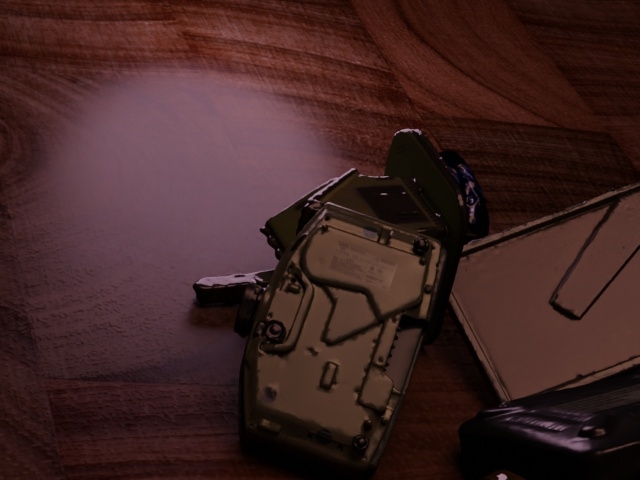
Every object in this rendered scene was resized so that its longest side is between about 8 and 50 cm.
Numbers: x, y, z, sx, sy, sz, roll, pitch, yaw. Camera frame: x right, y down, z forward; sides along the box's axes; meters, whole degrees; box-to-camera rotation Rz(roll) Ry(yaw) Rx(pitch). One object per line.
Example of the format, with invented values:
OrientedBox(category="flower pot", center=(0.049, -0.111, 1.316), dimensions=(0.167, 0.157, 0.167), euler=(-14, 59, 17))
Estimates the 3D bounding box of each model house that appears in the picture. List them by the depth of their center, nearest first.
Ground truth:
OrientedBox(category="model house", center=(0.000, 0.000, 1.880), dimensions=(0.278, 0.218, 0.205), euler=(-3, 35, -23))

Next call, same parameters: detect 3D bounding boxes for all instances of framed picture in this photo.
OrientedBox(category="framed picture", center=(0.309, 0.060, 1.914), dimensions=(0.314, 0.024, 0.232), euler=(-20, 59, -9))

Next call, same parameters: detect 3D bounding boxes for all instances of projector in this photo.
OrientedBox(category="projector", center=(0.009, 0.096, 1.714), dimensions=(0.193, 0.088, 0.270), euler=(19, 68, 3))

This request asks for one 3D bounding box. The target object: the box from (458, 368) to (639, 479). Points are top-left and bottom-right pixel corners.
OrientedBox(category="box", center=(0.320, 0.192, 1.696), dimensions=(0.290, 0.073, 0.289), euler=(-11, 3, -22))

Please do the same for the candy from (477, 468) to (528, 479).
OrientedBox(category="candy", center=(0.206, 0.293, 1.535), dimensions=(0.143, 0.101, 0.271), euler=(-20, 16, -27))

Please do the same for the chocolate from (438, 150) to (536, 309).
OrientedBox(category="chocolate", center=(0.202, 0.035, 2.028), dimensions=(0.343, 0.126, 0.148), euler=(57, 5, 39))
